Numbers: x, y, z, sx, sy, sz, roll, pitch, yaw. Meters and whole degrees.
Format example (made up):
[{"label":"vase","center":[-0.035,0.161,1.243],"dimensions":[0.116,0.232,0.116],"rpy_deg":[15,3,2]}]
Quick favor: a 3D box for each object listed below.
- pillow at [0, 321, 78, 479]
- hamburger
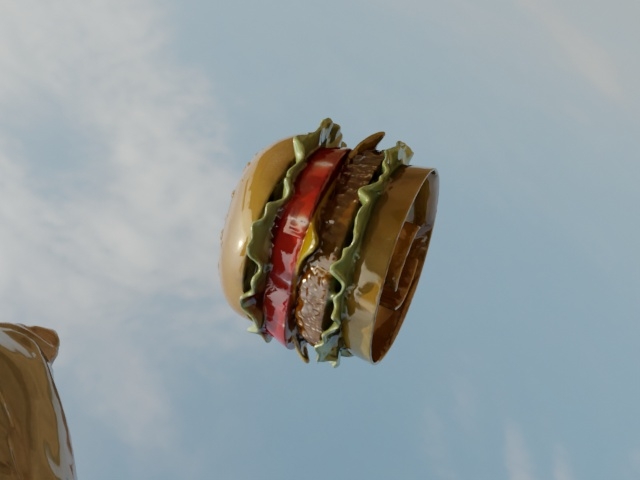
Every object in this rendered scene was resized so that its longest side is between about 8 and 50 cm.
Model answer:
[{"label":"pillow","center":[-0.114,0.127,0.260],"dimensions":[0.173,0.067,0.270],"rpy_deg":[6,-139,-45]},{"label":"hamburger","center":[0.000,0.000,1.054],"dimensions":[0.212,0.274,0.274],"rpy_deg":[17,-153,14]}]
